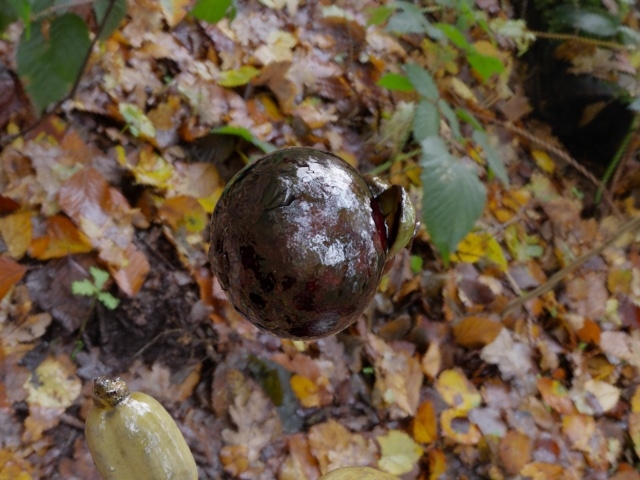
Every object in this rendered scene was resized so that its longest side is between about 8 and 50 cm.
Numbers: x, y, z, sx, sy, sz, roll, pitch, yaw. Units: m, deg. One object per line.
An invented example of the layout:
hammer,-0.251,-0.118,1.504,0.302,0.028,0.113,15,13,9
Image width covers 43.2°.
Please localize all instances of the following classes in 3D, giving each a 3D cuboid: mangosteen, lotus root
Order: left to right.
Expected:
lotus root,-0.355,0.396,1.567,0.151,0.169,0.342,-96,164,-68
mangosteen,0.000,0.000,0.959,0.265,0.228,0.228,-10,63,-21

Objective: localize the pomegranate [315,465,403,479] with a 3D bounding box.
pomegranate,0.051,0.445,1.088,0.281,0.281,0.281,31,38,-28
